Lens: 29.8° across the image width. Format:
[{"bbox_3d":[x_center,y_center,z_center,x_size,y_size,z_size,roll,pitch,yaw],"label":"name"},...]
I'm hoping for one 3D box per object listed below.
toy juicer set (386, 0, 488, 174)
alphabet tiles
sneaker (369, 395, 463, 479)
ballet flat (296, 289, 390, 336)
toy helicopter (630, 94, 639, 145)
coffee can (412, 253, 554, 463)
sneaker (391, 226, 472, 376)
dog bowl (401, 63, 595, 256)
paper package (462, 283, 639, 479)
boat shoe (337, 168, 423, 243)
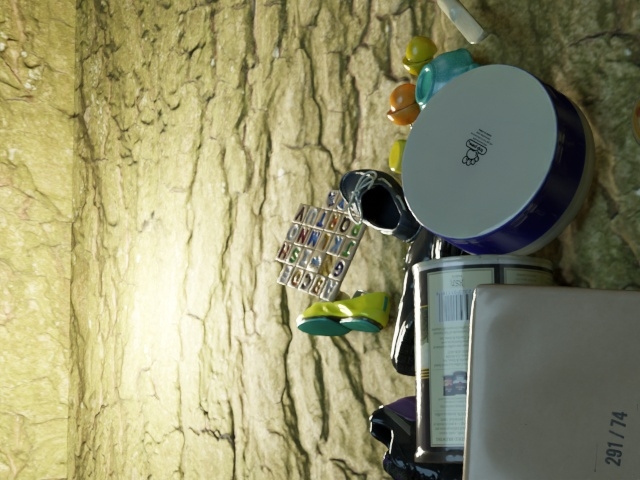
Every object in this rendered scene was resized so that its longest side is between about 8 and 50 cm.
[{"bbox_3d":[0.199,-0.266,1.913,0.329,0.089,0.209,118,156,-44],"label":"toy juicer set"},{"bbox_3d":[0.000,0.000,2.194,0.237,0.009,0.198,16,81,58],"label":"alphabet tiles"},{"bbox_3d":[0.162,0.350,1.804,0.283,0.124,0.107,-124,27,-49],"label":"sneaker"},{"bbox_3d":[0.045,0.124,2.112,0.231,0.077,0.077,-10,56,54],"label":"ballet flat"},{"bbox_3d":[0.489,-0.146,1.417,0.355,0.140,0.235,170,95,-68],"label":"toy helicopter"},{"bbox_3d":[0.230,0.170,1.674,0.201,0.201,0.275,-15,72,56],"label":"coffee can"},{"bbox_3d":[0.176,0.074,1.887,0.130,0.109,0.286,34,105,62],"label":"sneaker"},{"bbox_3d":[0.247,-0.111,1.708,0.265,0.104,0.265,-18,62,37],"label":"dog bowl"},{"bbox_3d":[0.330,0.219,1.411,0.309,0.168,0.325,2,87,21],"label":"paper package"},{"bbox_3d":[0.095,-0.064,2.032,0.254,0.079,0.095,45,113,51],"label":"boat shoe"}]
